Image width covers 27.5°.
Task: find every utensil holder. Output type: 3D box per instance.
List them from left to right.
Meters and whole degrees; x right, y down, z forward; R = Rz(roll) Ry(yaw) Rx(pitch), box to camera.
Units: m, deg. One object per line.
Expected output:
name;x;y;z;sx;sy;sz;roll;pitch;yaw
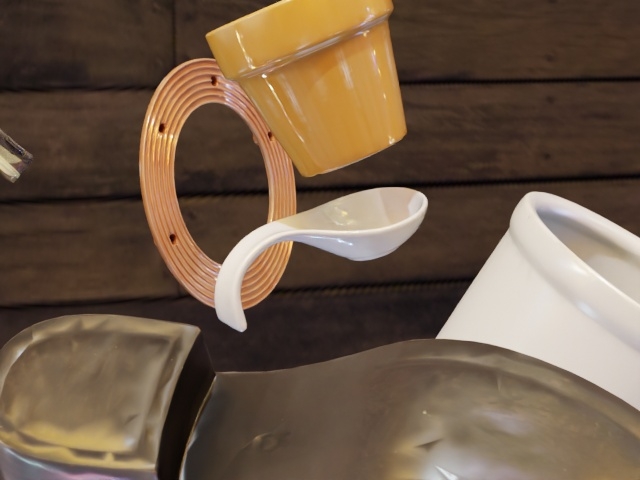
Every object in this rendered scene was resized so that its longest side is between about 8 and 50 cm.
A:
utensil holder;0.260;0.195;1.442;0.327;0.327;0.385;26;108;-17

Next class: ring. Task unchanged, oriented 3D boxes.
ring;-0.135;-0.073;1.737;0.032;0.336;0.337;-7;113;33

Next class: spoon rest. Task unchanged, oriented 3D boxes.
spoon rest;0.000;0.000;1.473;0.276;0.137;0.084;-30;117;-24

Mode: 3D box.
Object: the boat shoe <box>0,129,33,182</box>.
boat shoe;-0.408;-0.138;1.574;0.049;0.056;0.152;-46;115;-15

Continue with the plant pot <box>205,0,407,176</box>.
plant pot;0.004;-0.180;1.447;0.205;0.205;0.188;-24;99;-4

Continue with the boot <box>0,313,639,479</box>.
boot;0.017;0.156;0.508;0.264;0.096;0.280;4;139;10
